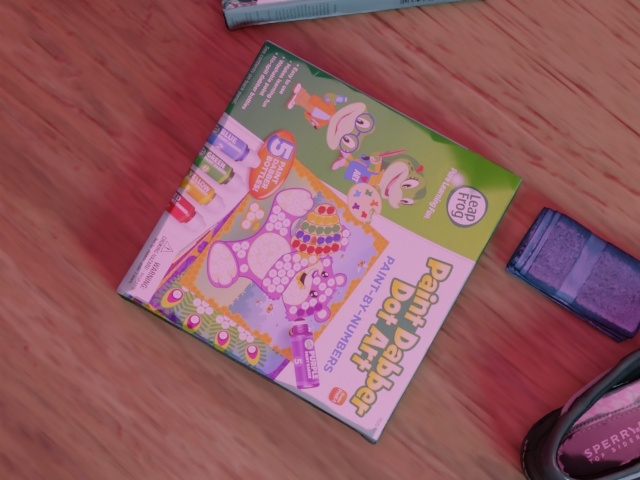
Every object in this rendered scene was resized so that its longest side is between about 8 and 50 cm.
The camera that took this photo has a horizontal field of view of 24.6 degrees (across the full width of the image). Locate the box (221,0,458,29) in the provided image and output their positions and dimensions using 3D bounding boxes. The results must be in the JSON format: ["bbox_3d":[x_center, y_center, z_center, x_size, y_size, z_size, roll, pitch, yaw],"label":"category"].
[{"bbox_3d":[0.013,-0.354,1.277,0.232,0.058,0.322,-7,78,-1],"label":"box"}]

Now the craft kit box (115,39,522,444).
[{"bbox_3d":[0.000,0.000,1.212,0.246,0.061,0.250,29,81,4],"label":"craft kit box"}]

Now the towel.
[{"bbox_3d":[0.219,0.028,1.214,0.119,0.029,0.067,33,82,7],"label":"towel"}]

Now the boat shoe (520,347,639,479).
[{"bbox_3d":[0.312,0.111,1.162,0.335,0.095,0.112,-30,80,-4],"label":"boat shoe"}]
